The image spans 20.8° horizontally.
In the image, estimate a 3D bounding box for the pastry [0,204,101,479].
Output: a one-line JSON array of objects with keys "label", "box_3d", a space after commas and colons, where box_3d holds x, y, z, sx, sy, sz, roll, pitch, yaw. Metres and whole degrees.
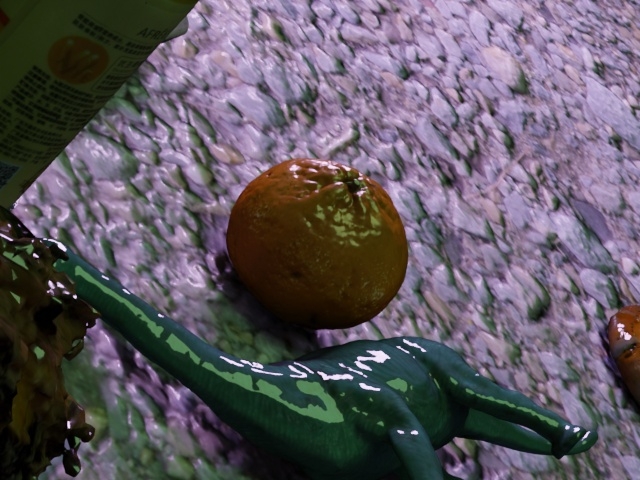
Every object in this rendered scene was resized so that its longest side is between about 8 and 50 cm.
[{"label": "pastry", "box_3d": [-0.207, 0.036, 0.800, 0.275, 0.193, 0.275, 34, 26, -19]}]

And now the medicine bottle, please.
[{"label": "medicine bottle", "box_3d": [-0.165, -0.130, 1.050, 0.124, 0.239, 0.124, 36, 24, -19]}]

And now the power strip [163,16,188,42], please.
[{"label": "power strip", "box_3d": [-0.178, -0.263, 1.321, 0.118, 0.046, 0.270, -30, 102, -62]}]

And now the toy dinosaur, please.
[{"label": "toy dinosaur", "box_3d": [0.004, 0.077, 1.174, 0.331, 0.129, 0.383, 41, 24, 14]}]

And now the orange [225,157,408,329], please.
[{"label": "orange", "box_3d": [0.002, 0.001, 1.239, 0.136, 0.117, 0.135, 35, 33, -27]}]

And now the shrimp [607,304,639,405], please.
[{"label": "shrimp", "box_3d": [0.385, 0.169, 1.616, 0.290, 0.054, 0.222, 50, 26, 19]}]
